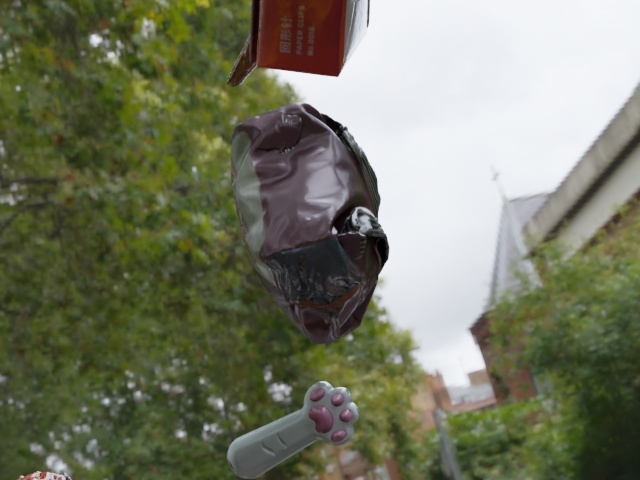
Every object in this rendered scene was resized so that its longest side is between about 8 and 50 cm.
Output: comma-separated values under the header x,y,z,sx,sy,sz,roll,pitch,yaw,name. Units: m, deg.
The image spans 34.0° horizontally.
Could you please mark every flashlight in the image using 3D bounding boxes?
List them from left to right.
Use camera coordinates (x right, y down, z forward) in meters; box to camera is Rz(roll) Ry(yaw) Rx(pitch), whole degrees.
x,y,z,sx,sy,sz,roll,pitch,yaw,name
-0.042,0.272,1.468,0.200,0.093,0.047,-28,-5,7,flashlight

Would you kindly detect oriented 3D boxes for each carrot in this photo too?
x,y,z,sx,sy,sz,roll,pitch,yaw,name
-0.096,-0.313,1.664,0.047,0.047,0.191,2,-45,-42,carrot

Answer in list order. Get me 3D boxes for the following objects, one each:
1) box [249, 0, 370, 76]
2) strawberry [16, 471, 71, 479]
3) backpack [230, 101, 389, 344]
x,y,z,sx,sy,sz,roll,pitch,yaw,name
-0.006,-0.254,1.054,0.099,0.182,0.133,9,-62,8,box
-0.411,0.464,1.482,0.150,0.280,0.253,9,-22,-36,strawberry
0.000,0.000,1.471,0.197,0.283,0.317,-14,-39,8,backpack
